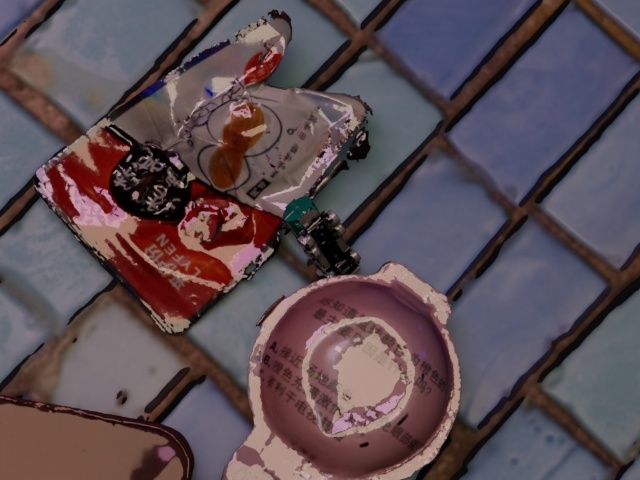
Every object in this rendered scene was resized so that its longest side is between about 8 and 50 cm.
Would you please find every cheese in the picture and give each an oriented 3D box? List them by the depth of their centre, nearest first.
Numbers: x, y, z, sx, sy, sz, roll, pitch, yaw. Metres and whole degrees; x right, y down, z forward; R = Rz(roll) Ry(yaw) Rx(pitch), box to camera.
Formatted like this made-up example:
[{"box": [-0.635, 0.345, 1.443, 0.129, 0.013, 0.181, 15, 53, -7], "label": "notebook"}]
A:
[{"box": [0.007, 0.148, 1.167, 0.189, 0.074, 0.286, 33, 82, 5], "label": "cheese"}]

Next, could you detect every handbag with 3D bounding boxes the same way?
[{"box": [-0.242, 0.268, 1.128, 0.260, 0.084, 0.276, 11, 79, -3], "label": "handbag"}]

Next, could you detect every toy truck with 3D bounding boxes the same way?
[{"box": [0.000, 0.000, 1.196, 0.039, 0.083, 0.044, -43, 46, -10], "label": "toy truck"}]

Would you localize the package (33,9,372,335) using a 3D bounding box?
[{"box": [-0.092, -0.070, 1.217, 0.269, 0.071, 0.194, -43, 82, 2], "label": "package"}]
